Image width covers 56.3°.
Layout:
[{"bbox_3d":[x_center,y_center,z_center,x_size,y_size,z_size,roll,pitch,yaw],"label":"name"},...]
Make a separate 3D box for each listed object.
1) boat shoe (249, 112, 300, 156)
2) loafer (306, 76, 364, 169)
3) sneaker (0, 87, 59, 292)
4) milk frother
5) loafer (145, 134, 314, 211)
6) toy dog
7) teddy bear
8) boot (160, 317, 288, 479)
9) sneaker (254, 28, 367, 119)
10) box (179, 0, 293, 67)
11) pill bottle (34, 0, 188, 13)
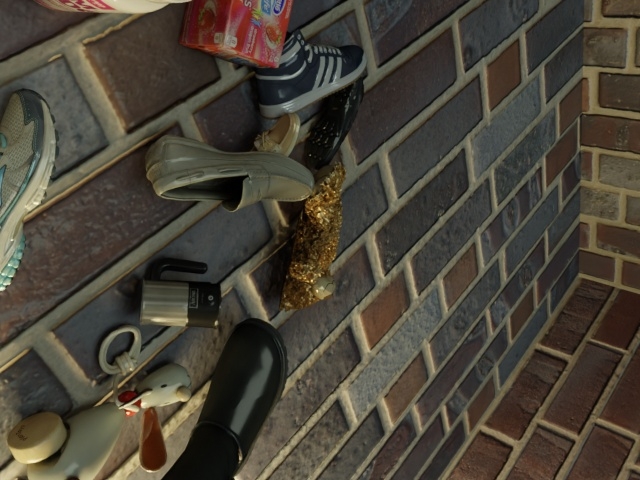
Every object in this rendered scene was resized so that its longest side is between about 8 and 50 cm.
[{"bbox_3d":[-0.100,-0.172,1.127,0.059,0.063,0.170,12,126,-39],"label":"boat shoe"},{"bbox_3d":[0.038,-0.251,1.282,0.078,0.076,0.223,20,94,-60],"label":"loafer"},{"bbox_3d":[-0.437,-0.069,0.781,0.122,0.110,0.282,16,92,-48],"label":"sneaker"},{"bbox_3d":[-0.256,0.115,1.082,0.135,0.129,0.143,6,136,-16],"label":"milk frother"},{"bbox_3d":[-0.147,-0.099,1.050,0.320,0.112,0.111,4,59,-33],"label":"loafer"},{"bbox_3d":[-0.345,0.325,1.001,0.333,0.161,0.220,-48,136,-26],"label":"toy dog"},{"bbox_3d":[0.000,0.000,1.255,0.245,0.113,0.337,-104,-153,-83],"label":"teddy bear"},{"bbox_3d":[-0.204,0.365,1.032,0.445,0.146,0.366,-34,139,-73],"label":"boot"},{"bbox_3d":[-0.018,-0.361,1.157,0.282,0.099,0.153,-38,133,-30],"label":"sneaker"},{"bbox_3d":[-0.125,-0.428,0.985,0.128,0.123,0.256,5,101,-49],"label":"box"},{"bbox_3d":[-0.259,-0.361,0.727,0.160,0.283,0.160,-21,120,-43],"label":"pill bottle"}]
